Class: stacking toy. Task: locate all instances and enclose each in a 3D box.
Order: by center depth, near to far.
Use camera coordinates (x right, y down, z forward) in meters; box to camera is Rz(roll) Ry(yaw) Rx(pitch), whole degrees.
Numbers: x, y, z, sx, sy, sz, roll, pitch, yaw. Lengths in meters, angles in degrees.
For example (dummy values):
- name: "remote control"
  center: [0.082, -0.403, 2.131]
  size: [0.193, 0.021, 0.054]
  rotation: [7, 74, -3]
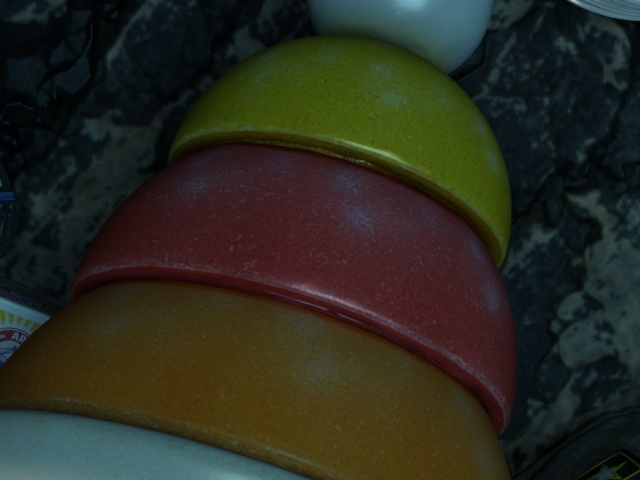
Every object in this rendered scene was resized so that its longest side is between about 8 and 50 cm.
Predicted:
- name: "stacking toy"
  center: [0.005, 0.004, 1.171]
  size: [0.350, 0.350, 0.480]
  rotation: [24, 67, -13]

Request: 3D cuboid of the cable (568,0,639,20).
- name: "cable"
  center: [0.222, -0.272, 1.290]
  size: [0.257, 0.089, 0.257]
  rotation: [19, 93, -13]

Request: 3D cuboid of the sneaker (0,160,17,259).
- name: "sneaker"
  center: [-0.280, -0.056, 1.223]
  size: [0.211, 0.081, 0.080]
  rotation: [39, 58, -12]

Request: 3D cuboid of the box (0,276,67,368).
- name: "box"
  center: [-0.266, 0.060, 1.226]
  size: [0.203, 0.103, 0.114]
  rotation: [23, 92, -13]

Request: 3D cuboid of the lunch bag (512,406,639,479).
- name: "lunch bag"
  center: [0.188, 0.249, 1.271]
  size: [0.169, 0.235, 0.287]
  rotation: [25, 91, -15]
